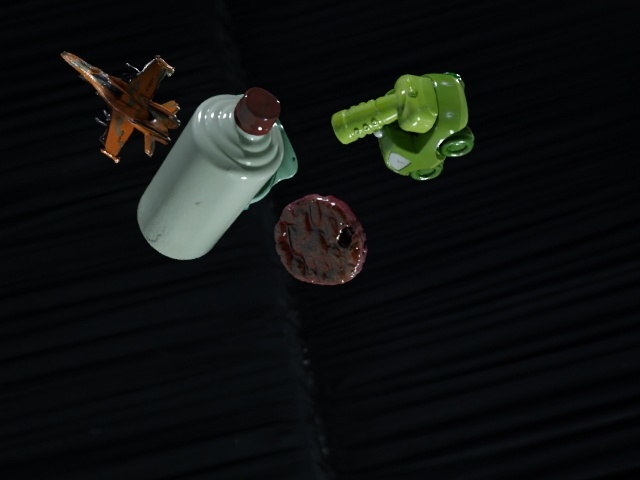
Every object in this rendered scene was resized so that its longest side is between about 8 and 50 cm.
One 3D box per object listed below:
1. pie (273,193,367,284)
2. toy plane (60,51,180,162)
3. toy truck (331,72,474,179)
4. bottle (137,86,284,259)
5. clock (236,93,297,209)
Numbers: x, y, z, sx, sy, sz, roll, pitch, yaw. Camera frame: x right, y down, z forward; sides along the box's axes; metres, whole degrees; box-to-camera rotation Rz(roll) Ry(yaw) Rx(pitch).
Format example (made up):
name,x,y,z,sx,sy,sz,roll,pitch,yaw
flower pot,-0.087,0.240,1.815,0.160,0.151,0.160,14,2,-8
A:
name,x,y,z,sx,sy,sz,roll,pitch,yaw
pie,0.000,0.000,1.396,0.038,0.153,0.154,-35,116,-52
toy plane,-0.236,-0.169,1.090,0.062,0.135,0.188,21,-9,45
toy truck,0.147,-0.200,1.556,0.210,0.187,0.148,17,57,-42
bottle,-0.112,-0.077,1.012,0.245,0.104,0.104,-44,-128,48
clock,-0.124,-0.115,1.391,0.188,0.060,0.148,-48,123,-34
